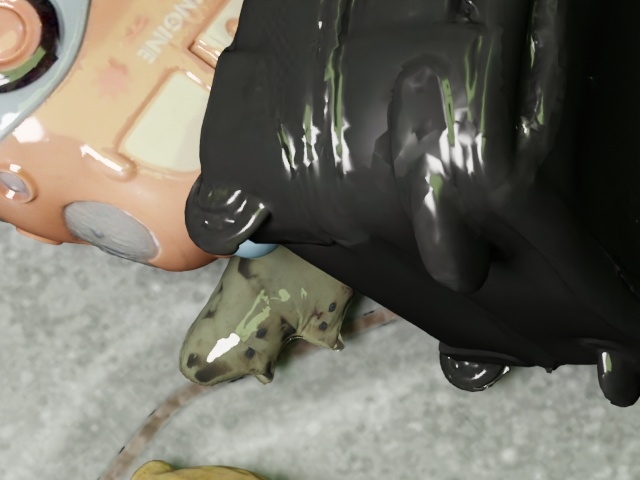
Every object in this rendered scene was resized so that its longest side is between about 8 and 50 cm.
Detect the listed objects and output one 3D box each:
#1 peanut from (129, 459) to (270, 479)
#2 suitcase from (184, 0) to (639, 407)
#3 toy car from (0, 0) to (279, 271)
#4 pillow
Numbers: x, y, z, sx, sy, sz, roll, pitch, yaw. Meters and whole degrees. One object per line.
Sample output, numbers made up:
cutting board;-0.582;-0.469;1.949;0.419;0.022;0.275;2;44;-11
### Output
peanut;-0.039;0.185;0.814;0.175;0.080;0.080;22;76;3
suitcase;0.105;-0.102;0.759;0.188;0.345;0.339;-2;70;34
toy car;-0.083;-0.097;0.809;0.212;0.180;0.270;34;76;6
pillow;0.001;-0.001;0.869;0.093;0.051;0.241;28;74;5
